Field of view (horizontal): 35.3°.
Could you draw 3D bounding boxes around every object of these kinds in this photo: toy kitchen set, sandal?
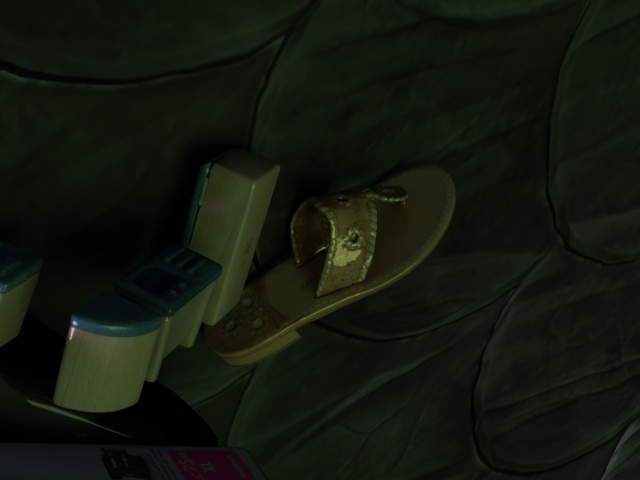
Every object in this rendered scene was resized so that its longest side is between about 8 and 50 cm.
[{"bbox_3d":[-0.150,-0.004,0.676,0.207,0.166,0.122,-45,157,-64],"label":"toy kitchen set"},{"bbox_3d":[0.004,0.004,0.784,0.240,0.088,0.079,-37,142,-5],"label":"sandal"}]

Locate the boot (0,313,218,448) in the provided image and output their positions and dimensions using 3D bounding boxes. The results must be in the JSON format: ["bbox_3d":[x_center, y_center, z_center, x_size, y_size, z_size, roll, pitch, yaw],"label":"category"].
[{"bbox_3d":[-0.234,0.298,0.783,0.445,0.146,0.367,-56,139,2],"label":"boot"}]

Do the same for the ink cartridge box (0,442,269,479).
[{"bbox_3d":[-0.195,0.216,0.625,0.311,0.065,0.185,11,108,-34],"label":"ink cartridge box"}]
